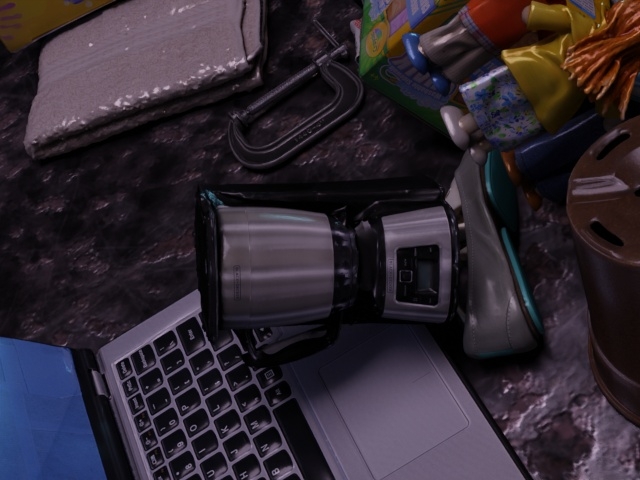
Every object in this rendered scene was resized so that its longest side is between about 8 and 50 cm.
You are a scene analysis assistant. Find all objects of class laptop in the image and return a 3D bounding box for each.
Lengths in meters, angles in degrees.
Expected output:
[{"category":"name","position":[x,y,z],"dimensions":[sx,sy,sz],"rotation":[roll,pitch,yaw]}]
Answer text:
[{"category":"laptop","position":[-0.121,0.120,0.784],"dimensions":[0.408,0.236,0.382],"rotation":[-31,44,1]}]

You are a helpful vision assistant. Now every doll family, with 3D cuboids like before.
[{"category":"doll family","position":[0.191,-0.093,0.795],"dimensions":[0.163,0.263,0.118],"rotation":[-31,47,25]}]

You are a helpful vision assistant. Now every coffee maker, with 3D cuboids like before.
[{"category":"coffee maker","position":[0.000,0.000,0.840],"dimensions":[0.178,0.120,0.171],"rotation":[-2,38,-9]}]

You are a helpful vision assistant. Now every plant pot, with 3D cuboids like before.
[{"category":"plant pot","position":[0.236,0.015,0.731],"dimensions":[0.167,0.165,0.167],"rotation":[-15,46,16]}]

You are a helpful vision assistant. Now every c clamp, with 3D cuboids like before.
[{"category":"c clamp","position":[-0.027,-0.135,1.116],"dimensions":[0.160,0.022,0.137],"rotation":[-39,49,-9]}]

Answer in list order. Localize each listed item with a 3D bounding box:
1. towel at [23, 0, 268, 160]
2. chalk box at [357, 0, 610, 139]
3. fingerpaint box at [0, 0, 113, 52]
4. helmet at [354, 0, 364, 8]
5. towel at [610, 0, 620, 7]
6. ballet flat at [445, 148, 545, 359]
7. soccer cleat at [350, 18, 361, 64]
[{"category":"towel","position":[-0.186,-0.194,1.233],"dimensions":[0.282,0.049,0.187],"rotation":[-18,45,15]},{"category":"chalk box","position":[0.117,-0.177,0.963],"dimensions":[0.213,0.132,0.132],"rotation":[-40,33,40]},{"category":"fingerpaint box","position":[-0.204,-0.458,1.363],"dimensions":[0.444,0.163,0.371],"rotation":[-23,37,9]},{"category":"helmet","position":[0.096,-0.276,1.068],"dimensions":[0.161,0.169,0.169],"rotation":[12,57,16]},{"category":"towel","position":[0.422,-0.246,0.918],"dimensions":[0.374,0.090,0.320],"rotation":[-27,47,5]},{"category":"ballet flat","position":[0.119,-0.003,0.879],"dimensions":[0.068,0.072,0.213],"rotation":[-20,46,18]},{"category":"soccer cleat","position":[0.044,-0.186,1.112],"dimensions":[0.035,0.029,0.083],"rotation":[-32,48,-6]}]
